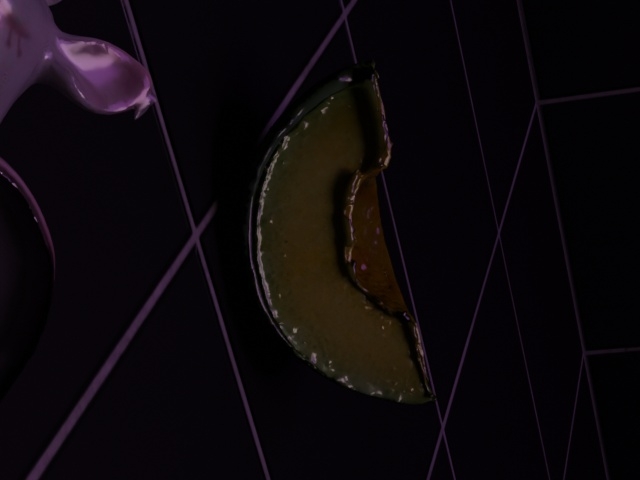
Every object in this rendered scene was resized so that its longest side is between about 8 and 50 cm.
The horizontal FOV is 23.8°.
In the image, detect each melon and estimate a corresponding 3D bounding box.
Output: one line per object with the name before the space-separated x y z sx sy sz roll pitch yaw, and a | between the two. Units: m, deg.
melon | 0.000 0.000 1.209 0.169 0.129 0.265 -133 -149 -83

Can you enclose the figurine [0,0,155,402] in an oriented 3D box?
figurine | -0.156 -0.106 0.589 0.315 0.207 0.284 -94 179 -50
